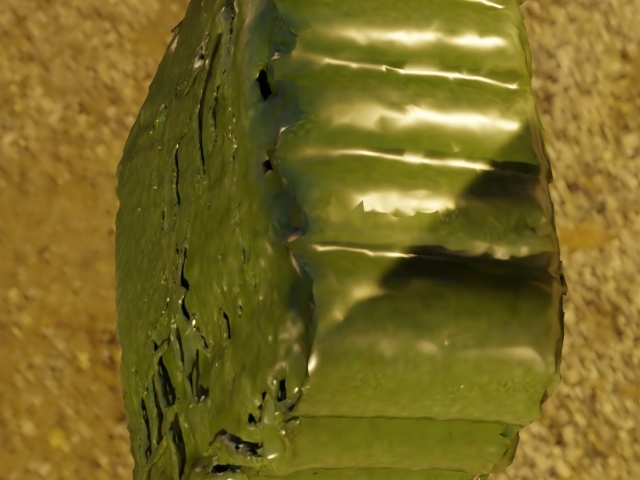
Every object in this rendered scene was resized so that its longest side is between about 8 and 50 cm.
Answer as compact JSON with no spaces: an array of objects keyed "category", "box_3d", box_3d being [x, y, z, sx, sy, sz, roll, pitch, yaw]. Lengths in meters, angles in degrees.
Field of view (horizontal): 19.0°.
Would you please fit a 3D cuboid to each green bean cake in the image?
[{"category":"green bean cake","box_3d":[0.000,0.000,0.696,0.113,0.200,0.214,6,63,-20]}]
